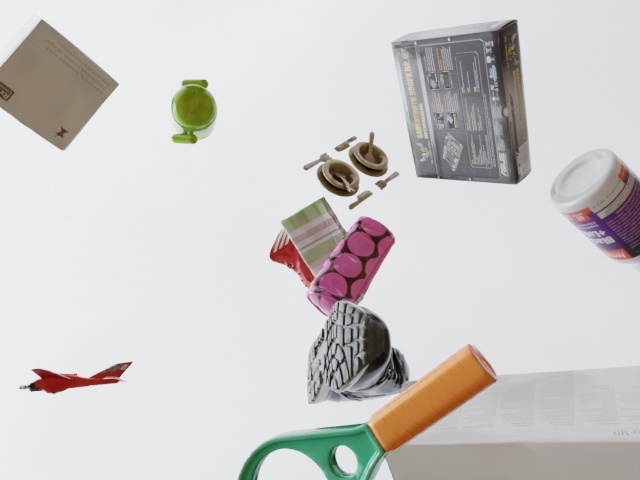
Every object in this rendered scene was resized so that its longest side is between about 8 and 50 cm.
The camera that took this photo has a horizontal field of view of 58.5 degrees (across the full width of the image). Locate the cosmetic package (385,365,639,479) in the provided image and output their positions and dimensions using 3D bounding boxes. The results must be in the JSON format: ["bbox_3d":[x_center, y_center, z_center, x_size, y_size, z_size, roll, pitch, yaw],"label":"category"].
[{"bbox_3d":[0.184,0.173,0.520,0.099,0.239,0.060,-46,-59,-58],"label":"cosmetic package"}]

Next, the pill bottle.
[{"bbox_3d":[0.437,-0.034,0.828,0.193,0.108,0.108,37,-98,-15],"label":"pill bottle"}]

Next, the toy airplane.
[{"bbox_3d":[-0.337,0.195,0.795,0.151,0.151,0.028,-1,-111,-27],"label":"toy airplane"}]

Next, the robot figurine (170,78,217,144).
[{"bbox_3d":[-0.188,-0.189,0.850,0.067,0.115,0.101,12,-99,-10],"label":"robot figurine"}]

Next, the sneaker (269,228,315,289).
[{"bbox_3d":[-0.042,0.067,1.324,0.087,0.128,0.221,17,-119,-66],"label":"sneaker"}]

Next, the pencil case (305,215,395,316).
[{"bbox_3d":[0.064,0.050,1.050,0.209,0.098,0.095,-58,-47,-29],"label":"pencil case"}]

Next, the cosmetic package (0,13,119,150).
[{"bbox_3d":[-0.465,-0.273,0.975,0.151,0.184,0.151,-51,-53,-2],"label":"cosmetic package"}]

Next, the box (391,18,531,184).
[{"bbox_3d":[0.215,-0.203,0.871,0.056,0.183,0.231,-36,-59,-35],"label":"box"}]

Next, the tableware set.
[{"bbox_3d":[0.069,-0.143,1.088,0.128,0.039,0.194,42,-136,11],"label":"tableware set"}]

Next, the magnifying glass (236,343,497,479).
[{"bbox_3d":[0.024,0.151,0.404,0.231,0.092,0.026,-42,-21,18],"label":"magnifying glass"}]

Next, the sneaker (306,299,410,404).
[{"bbox_3d":[0.064,0.148,0.727,0.124,0.283,0.107,6,-111,-9],"label":"sneaker"}]

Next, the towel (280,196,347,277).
[{"bbox_3d":[0.000,0.000,1.170,0.113,0.023,0.152,-30,-80,18],"label":"towel"}]
